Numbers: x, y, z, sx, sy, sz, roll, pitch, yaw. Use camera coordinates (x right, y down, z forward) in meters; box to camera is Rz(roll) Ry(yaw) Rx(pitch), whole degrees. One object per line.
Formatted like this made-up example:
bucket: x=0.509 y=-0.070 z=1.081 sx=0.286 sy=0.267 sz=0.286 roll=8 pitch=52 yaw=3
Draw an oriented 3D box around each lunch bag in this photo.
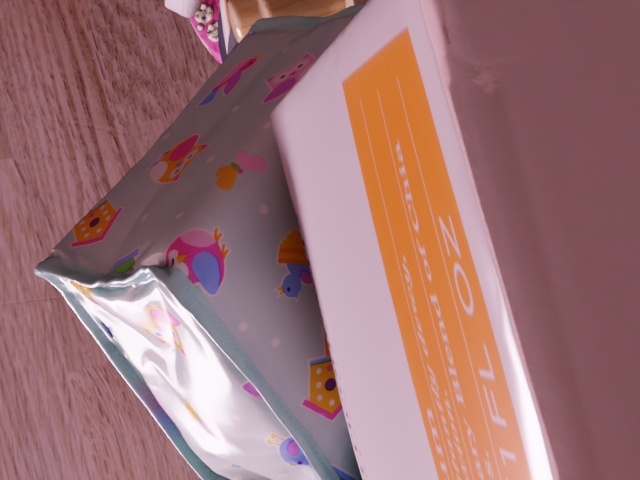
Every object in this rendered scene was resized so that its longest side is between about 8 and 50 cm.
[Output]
lunch bag: x=0.015 y=0.037 z=0.856 sx=0.160 sy=0.223 sz=0.262 roll=-2 pitch=132 yaw=50

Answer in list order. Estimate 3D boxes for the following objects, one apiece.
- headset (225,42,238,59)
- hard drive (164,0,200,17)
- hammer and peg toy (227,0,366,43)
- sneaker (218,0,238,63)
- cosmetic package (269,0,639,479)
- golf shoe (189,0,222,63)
headset: x=0.000 y=0.000 z=1.392 sx=0.243 sy=0.185 sz=0.394 roll=30 pitch=119 yaw=45
hard drive: x=-0.097 y=-0.336 z=1.542 sx=0.203 sy=0.040 sz=0.307 roll=-64 pitch=5 yaw=-2
hammer and peg toy: x=0.047 y=-0.028 z=1.087 sx=0.266 sy=0.127 sz=0.361 roll=-148 pitch=43 yaw=-79
sneaker: x=-0.035 y=-0.159 z=1.577 sx=0.127 sy=0.126 sz=0.321 roll=110 pitch=156 yaw=-72
cosmetic package: x=0.097 y=0.027 z=0.532 sx=0.453 sy=0.161 sz=0.230 roll=180 pitch=75 yaw=-85
golf shoe: x=-0.122 y=-0.349 z=2.115 sx=0.140 sy=0.115 sz=0.306 roll=63 pitch=-166 yaw=-59
